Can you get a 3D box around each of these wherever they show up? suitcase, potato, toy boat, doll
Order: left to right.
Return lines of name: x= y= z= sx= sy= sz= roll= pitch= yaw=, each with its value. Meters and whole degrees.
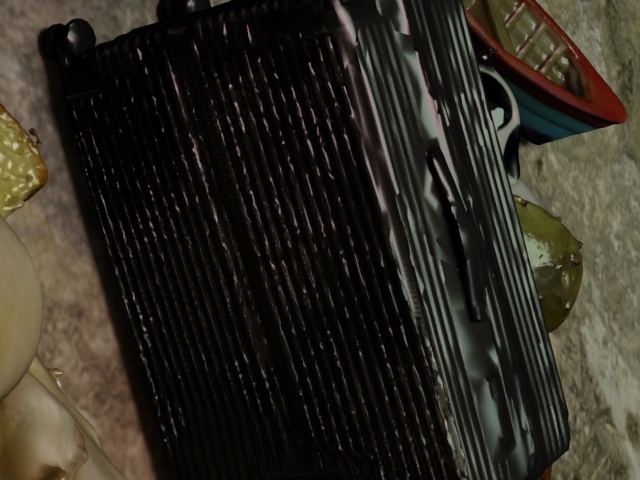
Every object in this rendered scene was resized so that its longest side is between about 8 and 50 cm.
suitcase: x=0.000 y=0.000 z=1.053 sx=0.152 sy=0.230 sz=0.335 roll=-25 pitch=103 yaw=-53
potato: x=0.075 y=0.017 z=1.211 sx=0.226 sy=0.090 sz=0.117 roll=5 pitch=102 yaw=-16
doll: x=0.106 y=-0.047 z=1.320 sx=0.110 sy=0.107 sz=0.180 roll=-35 pitch=113 yaw=-64
toy boat: x=0.123 y=-0.174 z=1.377 sx=0.392 sy=0.079 sz=0.136 roll=38 pitch=34 yaw=-46

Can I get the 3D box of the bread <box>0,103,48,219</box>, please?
bread: x=-0.218 y=-0.053 z=0.914 sx=0.187 sy=0.065 sz=0.103 roll=53 pitch=38 yaw=-35

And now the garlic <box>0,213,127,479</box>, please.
garlic: x=-0.195 y=0.089 z=0.803 sx=0.185 sy=0.203 sz=0.281 roll=-28 pitch=128 yaw=-12

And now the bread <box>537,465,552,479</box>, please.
bread: x=0.115 y=0.137 z=1.318 sx=0.160 sy=0.073 sz=0.160 roll=17 pitch=68 yaw=-51
